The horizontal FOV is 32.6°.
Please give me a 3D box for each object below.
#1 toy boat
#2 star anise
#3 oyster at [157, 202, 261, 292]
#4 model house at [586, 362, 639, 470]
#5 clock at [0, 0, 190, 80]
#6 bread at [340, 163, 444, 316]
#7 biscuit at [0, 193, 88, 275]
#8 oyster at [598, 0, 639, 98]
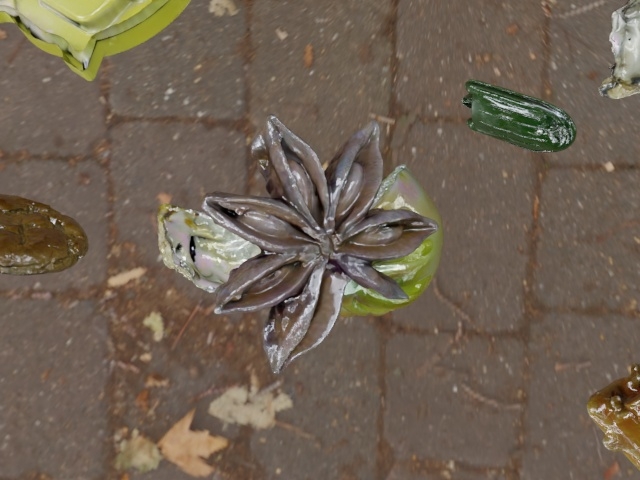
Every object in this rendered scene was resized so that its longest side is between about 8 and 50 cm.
[{"bbox_3d":[0.317,-0.198,1.773,0.210,0.052,0.104,22,137,33],"label":"toy boat"},{"bbox_3d":[-0.010,-0.012,0.915,0.212,0.073,0.197,-28,104,-19],"label":"star anise"},{"bbox_3d":[-0.152,0.030,1.571,0.209,0.133,0.072,20,145,-4],"label":"oyster"},{"bbox_3d":[0.533,0.231,1.503,0.199,0.219,0.229,53,142,1],"label":"model house"},{"bbox_3d":[-0.280,-0.349,1.433,0.293,0.071,0.277,-46,60,-8],"label":"clock"},{"bbox_3d":[0.106,0.018,1.664,0.156,0.158,0.261,7,127,14],"label":"bread"},{"bbox_3d":[-0.401,-0.015,1.366,0.225,0.226,0.042,16,109,1],"label":"biscuit"},{"bbox_3d":[0.396,-0.243,1.303,0.163,0.081,0.191,25,127,-34],"label":"oyster"}]
